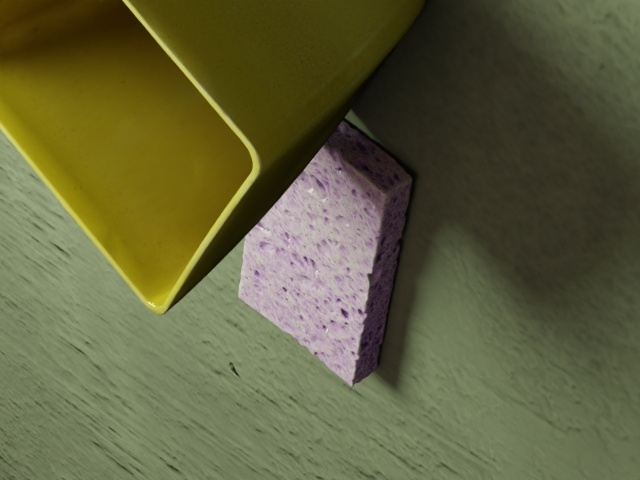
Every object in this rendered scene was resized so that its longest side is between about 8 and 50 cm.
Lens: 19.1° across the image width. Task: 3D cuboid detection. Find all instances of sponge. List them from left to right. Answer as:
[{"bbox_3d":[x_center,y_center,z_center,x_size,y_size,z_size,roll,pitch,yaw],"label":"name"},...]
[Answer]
[{"bbox_3d":[0.000,0.000,1.303,0.117,0.031,0.210,39,145,24],"label":"sponge"}]

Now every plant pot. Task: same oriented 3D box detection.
[{"bbox_3d":[-0.067,-0.122,1.128,0.212,0.187,0.212,50,149,7],"label":"plant pot"}]
